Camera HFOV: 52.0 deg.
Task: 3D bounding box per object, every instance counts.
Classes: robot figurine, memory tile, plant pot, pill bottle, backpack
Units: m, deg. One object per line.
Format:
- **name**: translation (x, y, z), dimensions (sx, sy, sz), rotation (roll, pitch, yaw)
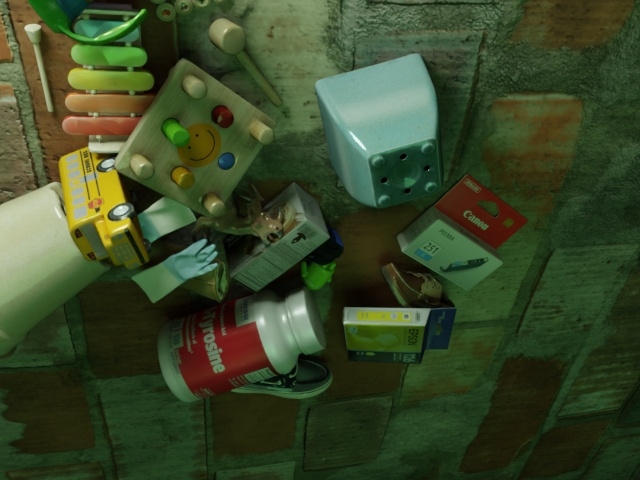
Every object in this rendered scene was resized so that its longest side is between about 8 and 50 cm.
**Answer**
- **robot figurine**: translation (-0.007, 0.087, 1.769), dimensions (0.101, 0.067, 0.115), rotation (11, 128, -38)
- **memory tile**: translation (-0.256, -0.483, 1.238), dimensions (0.148, 0.012, 0.113), rotation (-19, 132, 2)
- **plant pot**: translation (-0.639, 0.042, 1.418), dimensions (0.305, 0.334, 0.334), rotation (-30, 132, -2)
- **plant pot**: translation (0.151, -0.212, 1.424), dimensions (0.247, 0.252, 0.248), rotation (-16, 133, -2)
- **pill bottle**: translation (-0.203, 0.266, 1.748), dimensions (0.407, 0.229, 0.229), rotation (-19, 133, 7)
- **backpack**: translation (0.000, 0.000, 1.672), dimensions (0.098, 0.101, 0.120), rotation (-34, 139, 23)

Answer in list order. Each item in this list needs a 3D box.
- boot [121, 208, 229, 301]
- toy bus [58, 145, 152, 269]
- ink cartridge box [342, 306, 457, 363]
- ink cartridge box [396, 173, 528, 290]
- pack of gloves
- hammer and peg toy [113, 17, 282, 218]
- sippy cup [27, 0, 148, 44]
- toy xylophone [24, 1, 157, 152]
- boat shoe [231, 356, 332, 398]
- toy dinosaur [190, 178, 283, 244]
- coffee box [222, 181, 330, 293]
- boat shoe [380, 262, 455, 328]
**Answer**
- **boot**: translation (-0.350, 0.019, 1.522), dimensions (0.269, 0.089, 0.236), rotation (18, 145, 15)
- **toy bus**: translation (-0.441, -0.069, 1.333), dimensions (0.130, 0.333, 0.108), rotation (-22, 133, -9)
- **ink cartridge box**: translation (0.225, 0.280, 1.896), dimensions (0.307, 0.072, 0.304), rotation (2, 149, 7)
- **ink cartridge box**: translation (0.400, -0.012, 1.793), dimensions (0.296, 0.066, 0.261), rotation (29, 119, -34)
- **pack of gloves**: translation (-0.353, 0.027, 1.447), dimensions (0.232, 0.046, 0.195), rotation (-28, 107, 22)
- **hammer and peg toy**: translation (-0.210, -0.236, 1.321), dimensions (0.266, 0.127, 0.361), rotation (30, 97, -42)
- **sippy cup**: translation (-0.400, -0.493, 1.057), dimensions (0.224, 0.240, 0.305), rotation (-33, 139, -5)
- **toy xylophone**: translation (-0.438, -0.317, 1.289), dimensions (0.236, 0.081, 0.323), rotation (-8, 132, -8)
- **boat shoe**: translation (-0.116, 0.379, 1.953), dimensions (0.340, 0.127, 0.158), rotation (2, 138, -15)
- **toy dinosaur**: translation (-0.235, -0.099, 1.517), dimensions (0.200, 0.127, 0.296), rotation (-36, 114, 4)
- **coffee box**: translation (-0.112, -0.005, 1.611), dimensions (0.246, 0.141, 0.098), rotation (-37, 133, 19)
- **boat shoe**: translation (0.284, 0.142, 1.872), dimensions (0.120, 0.123, 0.324), rotation (-37, 138, 11)
